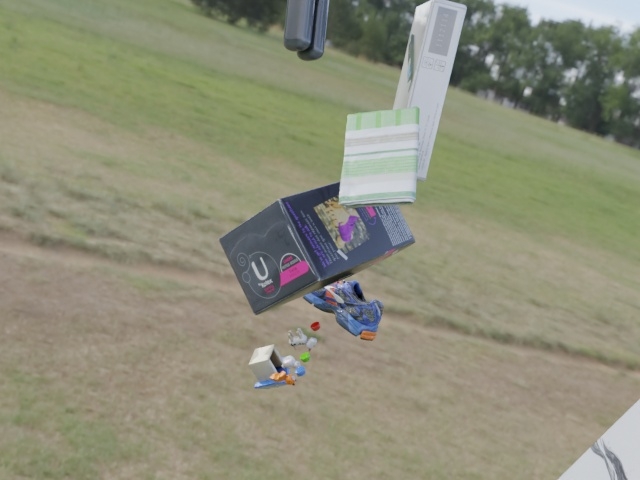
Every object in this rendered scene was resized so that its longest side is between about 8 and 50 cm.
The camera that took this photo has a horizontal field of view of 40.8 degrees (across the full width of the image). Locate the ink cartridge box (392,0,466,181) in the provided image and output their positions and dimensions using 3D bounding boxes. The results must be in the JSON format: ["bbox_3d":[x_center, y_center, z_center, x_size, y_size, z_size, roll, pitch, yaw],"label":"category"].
[{"bbox_3d":[0.169,-0.265,1.538,0.066,0.296,0.261,12,8,-7],"label":"ink cartridge box"}]

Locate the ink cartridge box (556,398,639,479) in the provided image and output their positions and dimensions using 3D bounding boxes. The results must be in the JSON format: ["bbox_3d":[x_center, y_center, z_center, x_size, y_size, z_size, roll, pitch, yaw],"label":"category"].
[{"bbox_3d":[0.438,0.304,1.032,0.211,0.289,0.121,33,21,-14],"label":"ink cartridge box"}]

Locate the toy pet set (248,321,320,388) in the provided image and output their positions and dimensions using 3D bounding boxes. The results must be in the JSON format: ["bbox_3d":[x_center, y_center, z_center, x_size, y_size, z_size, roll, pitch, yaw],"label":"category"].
[{"bbox_3d":[-0.048,0.194,1.290,0.114,0.065,0.122,-17,25,24],"label":"toy pet set"}]

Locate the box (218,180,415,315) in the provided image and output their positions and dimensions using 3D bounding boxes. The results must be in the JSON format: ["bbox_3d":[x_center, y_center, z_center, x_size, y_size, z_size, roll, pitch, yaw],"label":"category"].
[{"bbox_3d":[0.000,0.000,1.406,0.165,0.143,0.270,-31,-8,41],"label":"box"}]

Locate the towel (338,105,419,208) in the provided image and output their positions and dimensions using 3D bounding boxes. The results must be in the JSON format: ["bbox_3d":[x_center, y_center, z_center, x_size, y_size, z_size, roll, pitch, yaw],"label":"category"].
[{"bbox_3d":[0.087,-0.118,1.231,0.113,0.152,0.023,-2,-24,20],"label":"towel"}]

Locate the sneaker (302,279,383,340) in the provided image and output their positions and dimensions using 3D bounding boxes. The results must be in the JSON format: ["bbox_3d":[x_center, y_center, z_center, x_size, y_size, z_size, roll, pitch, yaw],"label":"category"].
[{"bbox_3d":[0.040,0.109,1.703,0.221,0.087,0.083,34,6,27],"label":"sneaker"}]

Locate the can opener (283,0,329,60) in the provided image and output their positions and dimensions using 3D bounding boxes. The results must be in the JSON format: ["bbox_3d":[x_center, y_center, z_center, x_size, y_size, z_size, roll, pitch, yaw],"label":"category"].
[{"bbox_3d":[-0.026,-0.411,1.322,0.093,0.280,0.074,-8,-16,33],"label":"can opener"}]
